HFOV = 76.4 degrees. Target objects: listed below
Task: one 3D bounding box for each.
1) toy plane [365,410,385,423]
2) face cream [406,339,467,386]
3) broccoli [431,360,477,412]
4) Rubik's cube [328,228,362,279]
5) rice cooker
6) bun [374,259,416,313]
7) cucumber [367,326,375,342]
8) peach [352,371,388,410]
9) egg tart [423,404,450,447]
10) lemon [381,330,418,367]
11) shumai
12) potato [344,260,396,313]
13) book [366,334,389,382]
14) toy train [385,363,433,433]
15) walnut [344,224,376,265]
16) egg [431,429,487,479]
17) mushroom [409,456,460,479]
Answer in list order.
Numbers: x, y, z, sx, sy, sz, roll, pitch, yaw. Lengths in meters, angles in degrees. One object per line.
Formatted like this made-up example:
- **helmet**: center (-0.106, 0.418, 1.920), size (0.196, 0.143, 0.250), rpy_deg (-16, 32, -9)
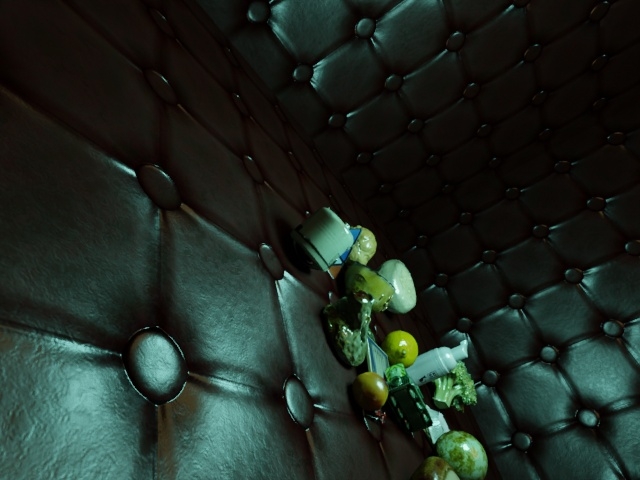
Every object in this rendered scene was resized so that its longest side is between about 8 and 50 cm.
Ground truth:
- **toy plane**: center (0.213, 0.653, 1.543), size (0.145, 0.037, 0.060), rpy_deg (47, 42, -43)
- **face cream**: center (0.634, 0.656, 2.192), size (0.145, 0.370, 0.145), rpy_deg (51, 19, -24)
- **broccoli**: center (0.782, 0.866, 2.481), size (0.338, 0.277, 0.317), rpy_deg (34, 49, -39)
- **Rubik's cube**: center (0.110, -0.002, 2.012), size (0.284, 0.234, 0.250), rpy_deg (59, 16, -2)
- **rice cooker**: center (0.000, 0.000, 1.691), size (0.226, 0.244, 0.226), rpy_deg (45, -9, 9)
- **bun**: center (0.448, 0.297, 2.554), size (0.360, 0.211, 0.359), rpy_deg (42, 35, -39)
- **cucumber**: center (0.182, 0.390, 1.857), size (0.227, 0.069, 0.069), rpy_deg (60, 16, 8)
- **peach**: center (0.181, 0.547, 1.488), size (0.138, 0.138, 0.138), rpy_deg (52, 18, -25)
- **egg tart**: center (0.588, 0.947, 2.058), size (0.234, 0.094, 0.234), rpy_deg (53, 19, -28)
- **lemon**: center (0.387, 0.538, 1.999), size (0.187, 0.187, 0.244), rpy_deg (63, 7, 10)
- **shumai**: center (0.145, 0.341, 1.601), size (0.272, 0.204, 0.222), rpy_deg (64, 18, -1)
- **potato**: center (0.207, 0.246, 1.997), size (0.246, 0.196, 0.300), rpy_deg (43, -9, -10)
- **book**: center (0.254, 0.559, 1.744), size (0.322, 0.018, 0.228), rpy_deg (53, 27, -50)
- **toy train**: center (0.367, 0.676, 1.755), size (0.178, 0.138, 0.330), rpy_deg (-94, 158, -62)
- **walnut**: center (0.187, 0.035, 2.177), size (0.257, 0.224, 0.257), rpy_deg (159, -90, -88)
- **egg**: center (0.627, 0.997, 1.848), size (0.289, 0.238, 0.238), rpy_deg (77, -3, -53)
- **mushroom**: center (0.475, 0.939, 1.444), size (0.345, 0.260, 0.345), rpy_deg (53, 18, -25)
